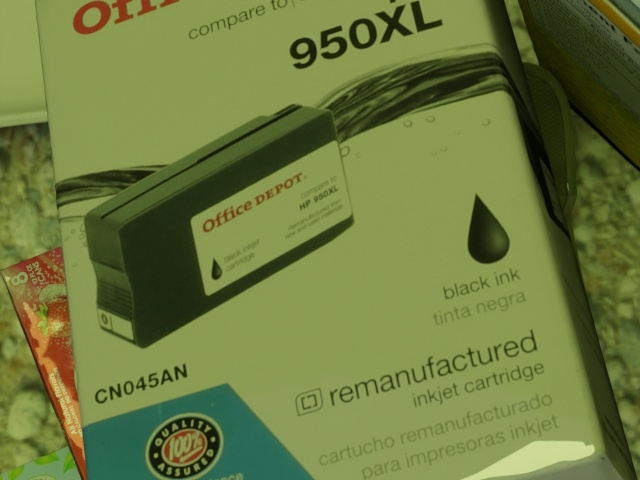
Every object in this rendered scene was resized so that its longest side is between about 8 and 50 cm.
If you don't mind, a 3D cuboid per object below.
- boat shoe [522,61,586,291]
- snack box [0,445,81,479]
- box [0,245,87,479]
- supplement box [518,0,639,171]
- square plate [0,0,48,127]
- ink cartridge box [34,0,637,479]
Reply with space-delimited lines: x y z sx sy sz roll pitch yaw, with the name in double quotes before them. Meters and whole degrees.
"boat shoe" 0.117 0.032 1.060 0.113 0.103 0.302 10 80 -27
"snack box" -0.192 0.233 1.130 0.100 0.037 0.141 -23 74 7
"box" -0.119 0.124 1.074 0.128 0.122 0.257 -22 75 -11
"supplement box" 0.255 -0.152 0.929 0.195 0.356 0.194 -45 74 3
"square plate" -0.305 -0.236 1.185 0.344 0.049 0.347 -10 75 -12
"ink cartridge box" 0.000 0.000 0.920 0.285 0.166 0.395 -17 64 12
